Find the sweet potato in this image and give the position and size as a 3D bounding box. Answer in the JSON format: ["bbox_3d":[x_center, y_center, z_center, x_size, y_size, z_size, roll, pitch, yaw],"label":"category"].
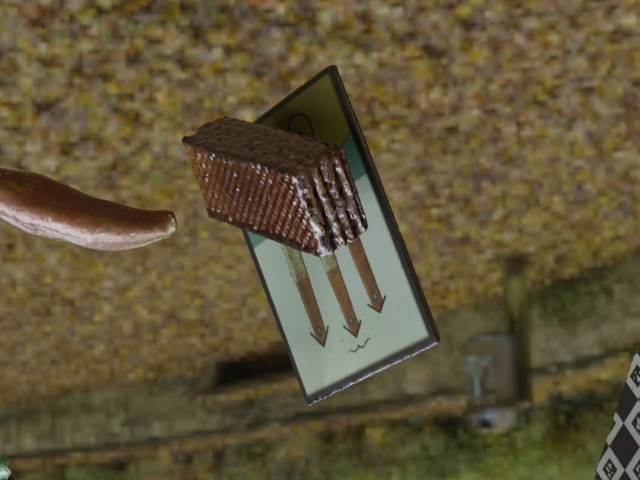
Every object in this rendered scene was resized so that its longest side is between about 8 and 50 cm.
[{"bbox_3d":[-0.259,-0.036,1.439,0.255,0.058,0.078,21,151,-19],"label":"sweet potato"}]

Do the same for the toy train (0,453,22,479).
[{"bbox_3d":[-0.356,0.252,1.444,0.176,0.118,0.074,-27,-142,-13],"label":"toy train"}]

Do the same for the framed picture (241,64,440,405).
[{"bbox_3d":[0.000,0.000,1.738,0.013,0.323,0.244,-12,167,-40],"label":"framed picture"}]

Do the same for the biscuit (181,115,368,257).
[{"bbox_3d":[-0.054,-0.063,1.674,0.070,0.106,0.252,-31,-152,-25],"label":"biscuit"}]

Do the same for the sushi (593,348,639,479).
[{"bbox_3d":[0.459,0.282,1.926,0.043,0.192,0.279,3,-158,-29],"label":"sushi"}]
